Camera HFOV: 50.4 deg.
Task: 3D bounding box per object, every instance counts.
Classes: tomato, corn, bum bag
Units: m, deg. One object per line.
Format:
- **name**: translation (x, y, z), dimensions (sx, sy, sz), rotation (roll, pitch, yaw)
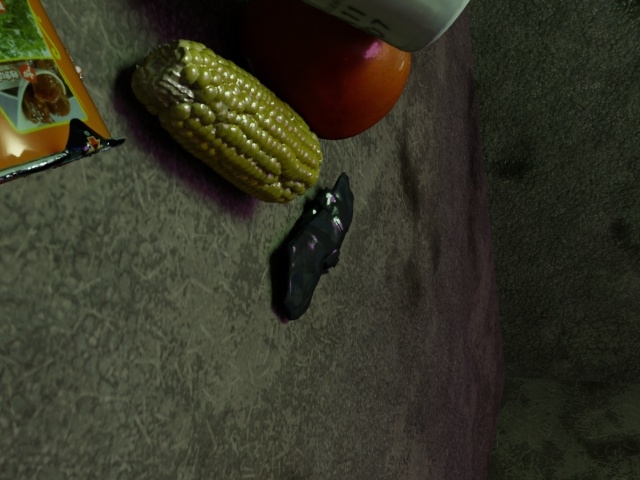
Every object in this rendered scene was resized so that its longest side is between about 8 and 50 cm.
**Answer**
- **tomato**: translation (-0.001, -0.255, 0.963), dimensions (0.180, 0.260, 0.260), rotation (-53, 146, -10)
- **corn**: translation (-0.098, -0.136, 0.844), dimensions (0.347, 0.130, 0.130), rotation (29, 62, -61)
- **bum bag**: translation (0.000, 0.000, 1.129), dimensions (0.310, 0.074, 0.137), rotation (-61, 152, -50)

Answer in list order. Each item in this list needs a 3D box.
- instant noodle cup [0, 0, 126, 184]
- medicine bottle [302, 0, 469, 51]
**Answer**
- **instant noodle cup**: translation (-0.251, -0.103, 0.381), dimensions (0.230, 0.230, 0.182), rotation (-40, 115, -62)
- **medicine bottle**: translation (-0.013, -0.367, 0.718), dimensions (0.371, 0.211, 0.211), rotation (21, 62, -19)
